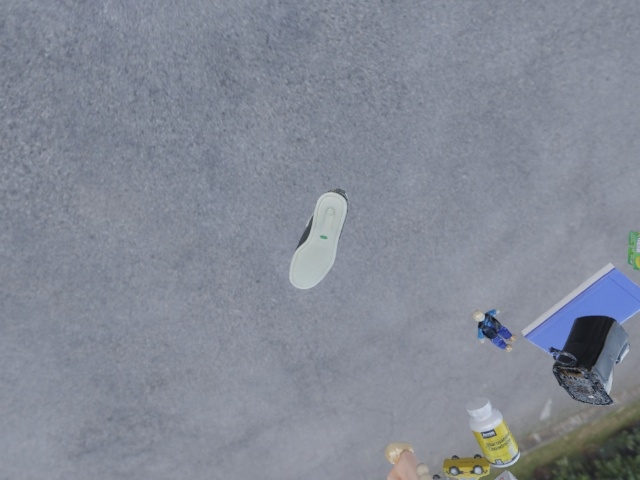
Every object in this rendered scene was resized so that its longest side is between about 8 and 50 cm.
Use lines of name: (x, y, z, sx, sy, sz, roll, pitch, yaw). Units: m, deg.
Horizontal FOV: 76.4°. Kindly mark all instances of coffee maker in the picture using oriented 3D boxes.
coffee maker: (0.628, 0.258, 0.944, 0.178, 0.120, 0.171, -45, 122, -29)

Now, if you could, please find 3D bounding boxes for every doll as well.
doll: (0.561, 0.283, 1.328, 0.189, 0.046, 0.129, 37, 73, -20)

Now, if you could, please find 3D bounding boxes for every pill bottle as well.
pill bottle: (0.520, 0.580, 1.244, 0.103, 0.103, 0.184, -27, 89, -1)

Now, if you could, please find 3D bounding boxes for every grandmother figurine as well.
grandmother figurine: (0.231, 0.577, 0.843, 0.104, 0.342, 0.208, -26, 97, -6)

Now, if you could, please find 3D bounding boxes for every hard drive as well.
hard drive: (0.805, 0.230, 1.234, 0.210, 0.040, 0.319, 31, 115, -21)

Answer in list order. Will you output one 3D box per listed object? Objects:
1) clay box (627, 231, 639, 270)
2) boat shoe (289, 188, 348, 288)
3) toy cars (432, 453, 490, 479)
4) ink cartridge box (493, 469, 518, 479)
clay box: (1.113, 0.043, 1.312, 0.053, 0.222, 0.127, -15, 104, -32)
boat shoe: (0.000, 0.000, 0.863, 0.084, 0.079, 0.233, 22, 111, -2)
toy cars: (0.508, 0.965, 1.629, 0.393, 0.087, 0.176, -12, 175, -19)
ink cartridge box: (0.556, 0.923, 1.304, 0.289, 0.121, 0.211, -48, 172, 12)
